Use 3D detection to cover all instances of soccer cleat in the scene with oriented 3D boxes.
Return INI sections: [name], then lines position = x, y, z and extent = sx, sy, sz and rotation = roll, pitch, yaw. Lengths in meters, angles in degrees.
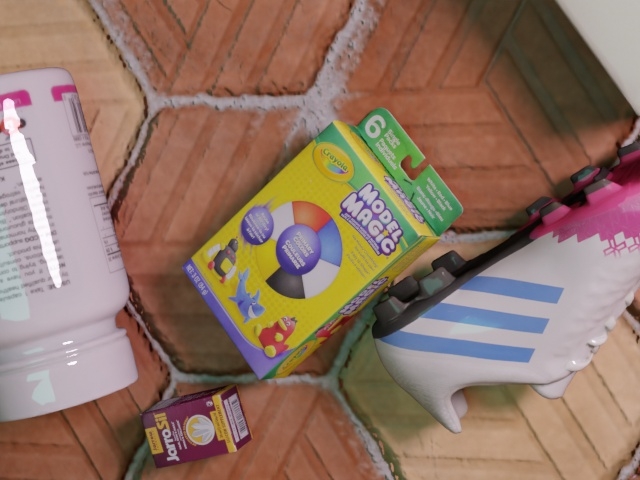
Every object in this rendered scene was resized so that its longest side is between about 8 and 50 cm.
[soccer cleat]
position = 0.196, 0.037, 1.118
extent = 0.331, 0.116, 0.143
rotation = -32, 95, 26

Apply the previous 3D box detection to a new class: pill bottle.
[pill bottle]
position = -0.259, 0.004, 1.237
extent = 0.160, 0.160, 0.283
rotation = -14, 93, 20

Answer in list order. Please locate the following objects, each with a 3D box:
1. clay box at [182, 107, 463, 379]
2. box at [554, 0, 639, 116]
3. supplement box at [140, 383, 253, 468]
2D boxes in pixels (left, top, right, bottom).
[clay box]
position = 0.000, 0.000, 1.192
extent = 0.222, 0.053, 0.127
rotation = -44, 70, 20
[box]
position = 0.212, -0.235, 1.074
extent = 0.113, 0.094, 0.275
rotation = -35, 86, 21
[supplement box]
position = -0.111, 0.166, 1.270
extent = 0.083, 0.043, 0.055
rotation = -16, 93, 21
